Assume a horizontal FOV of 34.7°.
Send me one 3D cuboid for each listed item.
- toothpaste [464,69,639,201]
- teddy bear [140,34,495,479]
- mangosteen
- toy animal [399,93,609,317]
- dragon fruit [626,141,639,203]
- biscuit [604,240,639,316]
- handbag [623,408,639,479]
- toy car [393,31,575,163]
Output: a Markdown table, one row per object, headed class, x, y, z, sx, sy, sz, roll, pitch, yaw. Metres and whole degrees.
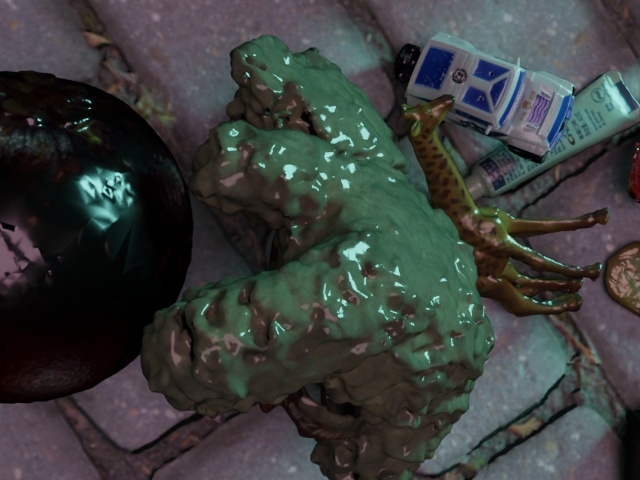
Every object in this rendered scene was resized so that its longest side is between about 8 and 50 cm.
| class | x | y | z | sx | sy | sz | roll | pitch | yaw |
| --- | --- | --- | --- | --- | --- | --- | --- | --- | --- |
| toothpaste | 0.218 | -0.092 | 1.004 | 0.216 | 0.037 | 0.062 | -31 | 92 | -6 |
| teddy bear | 0.000 | 0.000 | 0.878 | 0.224 | 0.357 | 0.368 | -29 | 54 | 17 |
| mangosteen | -0.249 | 0.009 | 0.826 | 0.297 | 0.297 | 0.293 | 8 | 101 | -8 |
| toy animal | 0.158 | -0.020 | 0.960 | 0.275 | 0.054 | 0.149 | 34 | 120 | -16 |
| dragon fruit | 0.373 | -0.091 | 1.007 | 0.162 | 0.083 | 0.106 | -14 | 76 | 11 |
| biscuit | 0.354 | 0.054 | 1.039 | 0.147 | 0.018 | 0.071 | 30 | 92 | -9 |
| handbag | 0.419 | 0.287 | 1.029 | 0.223 | 0.080 | 0.247 | -2 | 93 | -7 |
| toy car | 0.151 | -0.140 | 0.961 | 0.170 | 0.070 | 0.080 | 24 | 91 | 14 |
